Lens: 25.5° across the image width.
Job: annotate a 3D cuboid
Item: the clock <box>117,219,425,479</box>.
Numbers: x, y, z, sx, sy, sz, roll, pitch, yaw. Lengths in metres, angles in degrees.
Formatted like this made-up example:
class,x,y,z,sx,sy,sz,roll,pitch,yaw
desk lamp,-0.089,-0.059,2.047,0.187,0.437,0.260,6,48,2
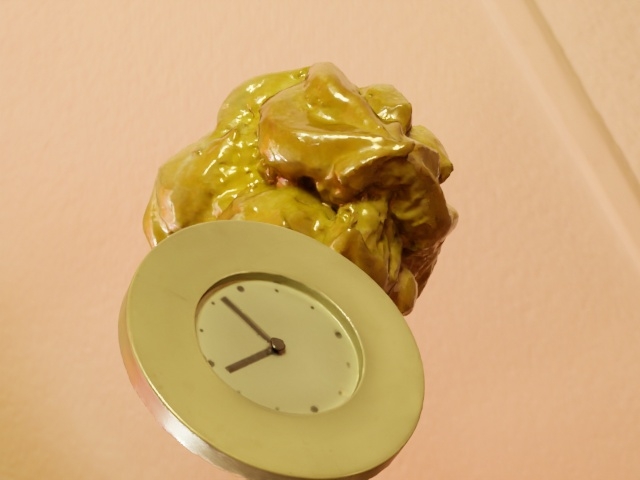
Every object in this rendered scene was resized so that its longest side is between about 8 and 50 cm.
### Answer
class,x,y,z,sx,sy,sz,roll,pitch,yaw
clock,-0.034,0.081,1.031,0.235,0.235,0.029,20,-48,-10

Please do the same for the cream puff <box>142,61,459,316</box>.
class,x,y,z,sx,sy,sz,roll,pitch,yaw
cream puff,-0.001,0.002,1.354,0.324,0.257,0.291,-47,-68,-11
